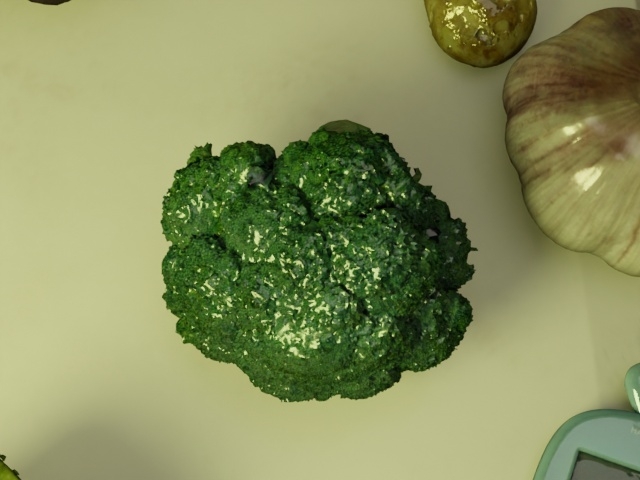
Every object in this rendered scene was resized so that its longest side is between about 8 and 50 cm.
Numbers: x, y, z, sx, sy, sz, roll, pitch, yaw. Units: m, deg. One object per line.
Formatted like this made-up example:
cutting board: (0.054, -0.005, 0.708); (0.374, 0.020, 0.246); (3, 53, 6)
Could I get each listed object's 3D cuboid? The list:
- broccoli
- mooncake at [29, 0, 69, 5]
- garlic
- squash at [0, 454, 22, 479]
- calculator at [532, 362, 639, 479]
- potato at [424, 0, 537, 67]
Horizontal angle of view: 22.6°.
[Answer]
broccoli: (0.000, 0.000, 1.326); (0.270, 0.270, 0.270); (13, 41, -1)
mooncake: (-0.277, -0.396, 1.427); (0.351, 0.212, 0.381); (-18, 71, -16)
garlic: (0.292, -0.103, 1.367); (0.245, 0.253, 0.245); (4, 74, -13)
squash: (-0.296, 0.303, 1.203); (0.260, 0.189, 0.189); (-38, 79, -19)
calculator: (0.263, 0.250, 1.351); (0.188, 0.042, 0.302); (19, 71, 2)
potato: (0.146, -0.241, 1.487); (0.107, 0.080, 0.170); (3, 69, -17)
